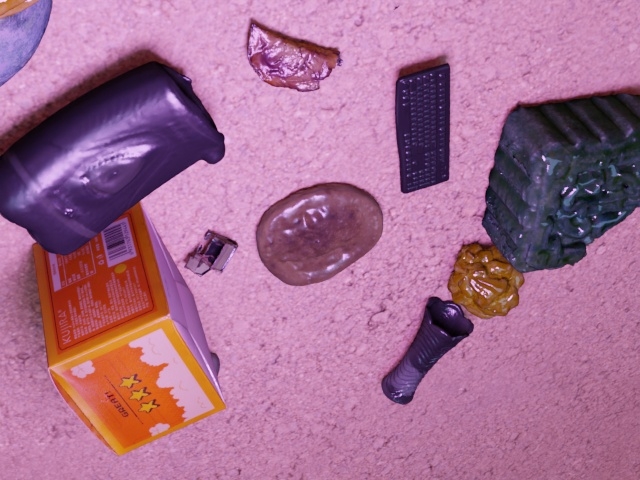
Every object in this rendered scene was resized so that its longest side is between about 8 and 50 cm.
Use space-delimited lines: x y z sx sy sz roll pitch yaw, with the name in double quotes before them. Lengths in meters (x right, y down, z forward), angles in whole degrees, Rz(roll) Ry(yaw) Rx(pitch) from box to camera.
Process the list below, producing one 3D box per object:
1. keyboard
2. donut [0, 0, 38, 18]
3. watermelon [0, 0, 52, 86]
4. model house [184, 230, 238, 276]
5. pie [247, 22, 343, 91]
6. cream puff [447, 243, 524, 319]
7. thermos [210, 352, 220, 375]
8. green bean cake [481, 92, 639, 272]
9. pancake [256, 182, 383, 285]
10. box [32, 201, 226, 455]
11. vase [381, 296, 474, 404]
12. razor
"keyboard" 0.172 -0.223 1.653 0.104 0.041 0.381 -18 134 -7
"donut" -0.420 -0.404 1.081 0.361 0.170 0.360 -2 99 -15
"watermelon" -0.466 -0.244 1.275 0.322 0.175 0.188 -30 134 6
"model house" -0.188 0.029 1.727 0.083 0.057 0.058 -60 155 6
"pie" -0.046 -0.274 1.522 0.170 0.034 0.092 9 122 -29
"cream puff" 0.316 0.082 1.928 0.156 0.121 0.156 -8 135 -8
"thermos" -0.278 0.213 1.831 0.188 0.073 0.083 27 117 -37
"green bean cake" 0.473 -0.101 1.801 0.308 0.169 0.300 -11 133 -15
"pancake" 0.000 0.000 1.774 0.242 0.050 0.241 -11 133 -12
"box" -0.317 0.143 1.605 0.214 0.283 0.259 -22 134 -2
"vase" 0.210 0.236 2.042 0.116 0.115 0.237 8 131 -28
"razor" -0.323 -0.122 1.486 0.349 0.113 0.204 -33 135 5
